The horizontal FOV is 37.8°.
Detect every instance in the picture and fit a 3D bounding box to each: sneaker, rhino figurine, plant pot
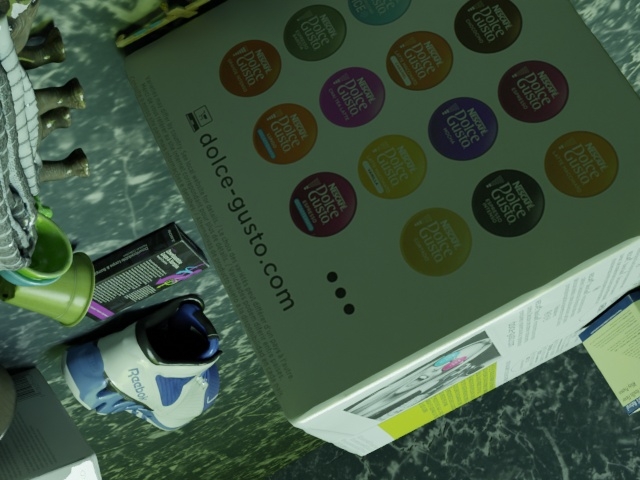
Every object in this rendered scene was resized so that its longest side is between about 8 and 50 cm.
[{"bbox_3d":[-0.202,0.176,1.344,0.182,0.128,0.315,-29,158,15],"label":"sneaker"},{"bbox_3d":[-0.233,-0.110,0.685,0.106,0.073,0.243,-22,158,-20],"label":"rhino figurine"},{"bbox_3d":[-0.297,0.046,0.998,0.079,0.083,0.083,16,136,-43],"label":"plant pot"}]

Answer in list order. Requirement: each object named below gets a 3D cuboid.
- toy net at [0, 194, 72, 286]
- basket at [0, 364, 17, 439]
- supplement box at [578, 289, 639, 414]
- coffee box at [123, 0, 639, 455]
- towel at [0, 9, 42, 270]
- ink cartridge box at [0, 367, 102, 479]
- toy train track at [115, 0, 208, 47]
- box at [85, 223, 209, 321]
[{"bbox_3d":[-0.310,-0.037,0.745,0.232,0.122,0.045,25,131,-38],"label":"toy net"},{"bbox_3d":[-0.445,0.146,0.954,0.204,0.154,0.227,-10,154,-5],"label":"basket"},{"bbox_3d":[0.287,0.093,0.816,0.056,0.083,0.083,-17,157,-28],"label":"supplement box"},{"bbox_3d":[0.083,-0.040,0.845,0.334,0.338,0.338,-28,160,2],"label":"coffee box"},{"bbox_3d":[-0.286,-0.064,0.520,0.234,0.121,0.284,4,161,-8],"label":"towel"},{"bbox_3d":[-0.430,0.265,1.125,0.261,0.066,0.296,-16,-160,-25],"label":"ink cartridge box"},{"bbox_3d":[-0.126,-0.176,0.733,0.083,0.014,0.048,-24,-177,15],"label":"toy train track"},{"bbox_3d":[-0.224,0.041,1.129,0.162,0.029,0.116,-25,161,1],"label":"box"}]
